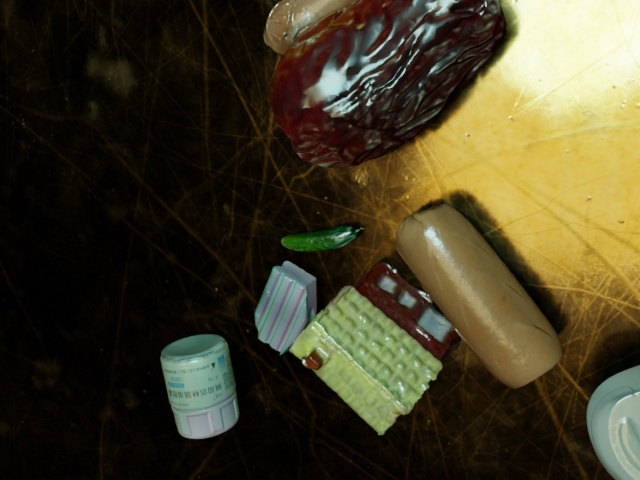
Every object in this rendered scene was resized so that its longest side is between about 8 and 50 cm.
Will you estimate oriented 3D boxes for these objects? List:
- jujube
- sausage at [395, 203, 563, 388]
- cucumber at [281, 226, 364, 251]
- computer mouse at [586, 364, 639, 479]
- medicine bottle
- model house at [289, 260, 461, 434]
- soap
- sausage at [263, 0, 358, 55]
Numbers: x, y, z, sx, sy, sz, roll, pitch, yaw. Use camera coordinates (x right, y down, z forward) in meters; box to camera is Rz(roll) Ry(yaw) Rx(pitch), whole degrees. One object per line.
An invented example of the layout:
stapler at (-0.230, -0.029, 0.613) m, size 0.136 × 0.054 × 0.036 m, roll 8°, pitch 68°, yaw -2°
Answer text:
jujube at (0.091, -0.252, 0.869) m, size 0.342 × 0.216 × 0.216 m, roll -31°, pitch 89°, yaw 23°
sausage at (0.232, 0.076, 0.925) m, size 0.121 × 0.121 × 0.304 m, roll -40°, pitch 86°, yaw 29°
cucumber at (0.000, 0.000, 1.063) m, size 0.168 × 0.039 × 0.039 m, roll -7°, pitch 101°, yaw 29°
computer mouse at (0.519, 0.237, 0.833) m, size 0.297 × 0.121 × 0.184 m, roll -27°, pitch 80°, yaw 14°
medicine bottle at (-0.233, 0.284, 1.201) m, size 0.135 × 0.135 × 0.168 m, roll -3°, pitch 104°, yaw 26°
model house at (0.079, 0.174, 0.953) m, size 0.196 × 0.254 × 0.160 m, roll 43°, pitch 121°, yaw 10°
soap at (-0.060, 0.126, 1.117) m, size 0.100 × 0.056 × 0.149 m, roll 31°, pitch 114°, yaw 18°
sausage at (0.077, -0.406, 0.883) m, size 0.419 × 0.094 × 0.094 m, roll -33°, pitch 110°, yaw 27°
